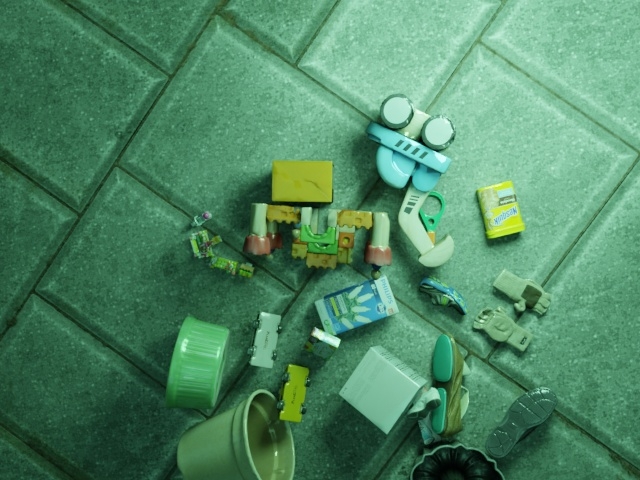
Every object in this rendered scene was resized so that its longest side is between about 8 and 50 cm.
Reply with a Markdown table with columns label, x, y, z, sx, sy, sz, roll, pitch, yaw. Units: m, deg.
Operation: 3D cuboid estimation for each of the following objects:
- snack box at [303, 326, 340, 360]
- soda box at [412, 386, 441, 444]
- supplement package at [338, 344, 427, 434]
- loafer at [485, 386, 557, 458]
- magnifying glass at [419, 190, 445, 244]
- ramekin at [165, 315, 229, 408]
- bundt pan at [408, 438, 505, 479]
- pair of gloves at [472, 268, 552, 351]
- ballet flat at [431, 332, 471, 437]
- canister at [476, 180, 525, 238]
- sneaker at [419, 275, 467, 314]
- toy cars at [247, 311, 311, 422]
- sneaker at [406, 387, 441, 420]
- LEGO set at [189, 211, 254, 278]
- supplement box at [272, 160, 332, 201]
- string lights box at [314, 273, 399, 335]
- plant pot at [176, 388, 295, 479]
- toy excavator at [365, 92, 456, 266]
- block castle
| label | x | y | z | sx | sy | sz | roll | pitch | yaw |
| --- | --- | --- | --- | --- | --- | --- | --- | --- | --- |
| snack box | 0.004 | 0.355 | 1.829 | 0.100 | 0.141 | 0.037 | 24 | 58 | 2 |
| soda box | 0.362 | 0.604 | 1.854 | 0.063 | 0.058 | 0.183 | -16 | 91 | 5 |
| supplement package | 0.211 | 0.491 | 1.786 | 0.203 | 0.149 | 0.194 | 36 | 96 | 21 |
| loafer | 0.683 | 0.620 | 1.830 | 0.302 | 0.095 | 0.109 | -45 | 59 | 1 |
| magnifying glass | 0.379 | -0.055 | 1.836 | 0.092 | 0.026 | 0.231 | 1 | 91 | 4 |
| ramekin | -0.401 | 0.413 | 1.782 | 0.148 | 0.303 | 0.303 | 11 | 94 | -4 |
| bundt pan | 0.454 | 0.831 | 1.828 | 0.330 | 0.124 | 0.331 | 0 | 92 | 4 |
| pair of gloves | 0.654 | 0.235 | 1.823 | 0.204 | 0.042 | 0.240 | 24 | 96 | -1 |
| ballet flat | 0.449 | 0.488 | 1.811 | 0.124 | 0.116 | 0.342 | 9 | 77 | -24 |
| canister | 0.601 | -0.104 | 1.792 | 0.126 | 0.073 | 0.170 | -15 | 91 | 4 |
| sneaker | 0.421 | 0.196 | 1.832 | 0.188 | 0.067 | 0.078 | 33 | 116 | 0 |
| toy cars | -0.152 | 0.440 | 1.864 | 0.176 | 0.087 | 0.394 | -27 | 89 | -29 |
| sneaker | 0.346 | 0.552 | 1.797 | 0.053 | 0.061 | 0.152 | 33 | 120 | -18 |
| LEGO set | -0.361 | 0.043 | 1.848 | 0.132 | 0.107 | 0.287 | -38 | 90 | 5 |
| supplement box | -0.053 | -0.191 | 1.770 | 0.191 | 0.194 | 0.129 | 1 | 93 | 4 |
| string lights box | 0.124 | 0.223 | 1.840 | 0.259 | 0.077 | 0.133 | -21 | 91 | 5 |
| plant pot | -0.295 | 0.707 | 1.798 | 0.305 | 0.334 | 0.334 | -21 | 92 | 16 |
| toy excavator | 0.305 | -0.191 | 1.747 | 0.433 | 0.222 | 0.445 | 28 | 102 | 5 |
| block castle | 0.000 | 0.000 | 1.724 | 0.453 | 0.303 | 0.213 | 4 | 94 | 5 |
